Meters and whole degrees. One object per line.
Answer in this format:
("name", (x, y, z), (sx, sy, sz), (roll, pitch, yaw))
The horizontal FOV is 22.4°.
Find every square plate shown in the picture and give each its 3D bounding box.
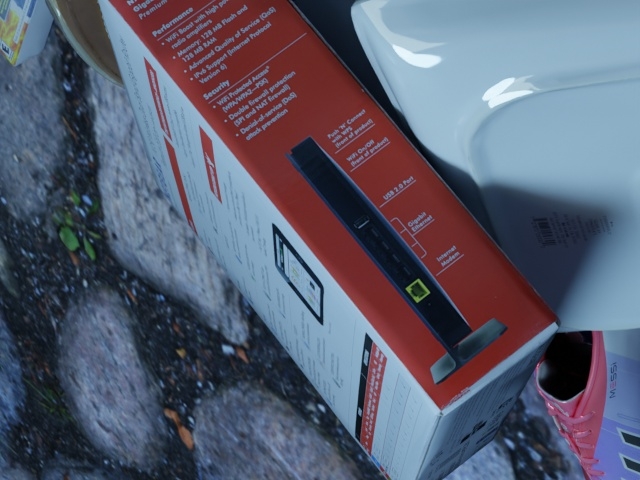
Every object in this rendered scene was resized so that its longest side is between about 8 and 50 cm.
("square plate", (0.222, -0.036, 0.866), (0.344, 0.049, 0.347), (-7, 149, 14))

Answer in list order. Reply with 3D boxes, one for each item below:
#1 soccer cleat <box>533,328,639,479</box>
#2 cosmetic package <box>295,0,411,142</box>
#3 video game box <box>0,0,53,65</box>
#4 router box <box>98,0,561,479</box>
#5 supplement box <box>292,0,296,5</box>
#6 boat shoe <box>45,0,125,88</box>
("soccer cleat", (0.224, 0.130, 1.327), (0.108, 0.116, 0.318), (20, 134, 40))
("cosmetic package", (0.120, -0.139, 0.999), (0.161, 0.230, 0.453), (48, 163, 25))
("video game box", (-0.344, -0.310, 1.686), (0.187, 0.048, 0.205), (50, 147, 10))
("router box", (0.000, 0.000, 0.997), (0.301, 0.082, 0.335), (51, 170, 13))
("supplement box", (0.009, -0.201, 1.191), (0.114, 0.220, 0.111), (18, 133, 42))
("boat shoe", (-0.189, -0.280, 1.459), (0.116, 0.123, 0.324), (11, 130, 43))
